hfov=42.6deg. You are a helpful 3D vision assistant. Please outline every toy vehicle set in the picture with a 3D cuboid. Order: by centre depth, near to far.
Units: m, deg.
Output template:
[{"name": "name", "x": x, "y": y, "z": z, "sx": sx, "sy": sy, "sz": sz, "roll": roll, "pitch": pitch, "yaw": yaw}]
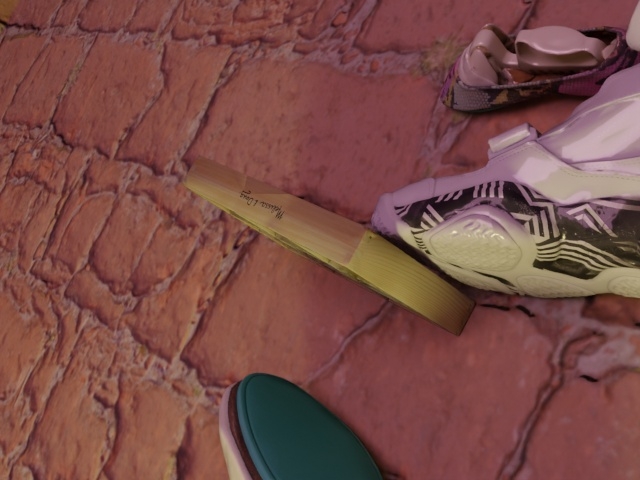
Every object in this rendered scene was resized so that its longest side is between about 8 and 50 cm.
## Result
[{"name": "toy vehicle set", "x": 0.000, "y": 0.000, "z": 0.771, "sx": 0.267, "sy": 0.166, "sz": 0.035, "roll": 25, "pitch": 85, "yaw": 49}]

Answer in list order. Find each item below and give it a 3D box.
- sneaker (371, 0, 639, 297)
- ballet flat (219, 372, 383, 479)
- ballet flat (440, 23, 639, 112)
[{"name": "sneaker", "x": 0.218, "y": -0.070, "z": 0.634, "sx": 0.366, "sy": 0.137, "sz": 0.210, "roll": 0, "pitch": 66, "yaw": 38}, {"name": "ballet flat", "x": 0.016, "y": 0.256, "z": 0.649, "sx": 0.139, "sy": 0.139, "sz": 0.400, "roll": -56, "pitch": 43, "yaw": 2}, {"name": "ballet flat", "x": 0.190, "y": -0.167, "z": 0.754, "sx": 0.222, "sy": 0.079, "sz": 0.076, "roll": 5, "pitch": 71, "yaw": 45}]
